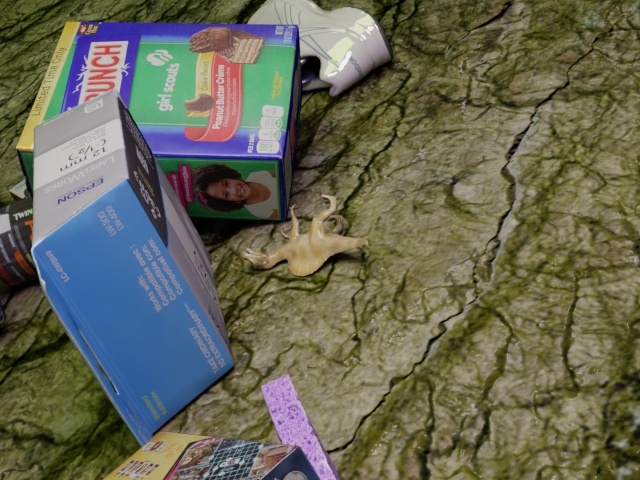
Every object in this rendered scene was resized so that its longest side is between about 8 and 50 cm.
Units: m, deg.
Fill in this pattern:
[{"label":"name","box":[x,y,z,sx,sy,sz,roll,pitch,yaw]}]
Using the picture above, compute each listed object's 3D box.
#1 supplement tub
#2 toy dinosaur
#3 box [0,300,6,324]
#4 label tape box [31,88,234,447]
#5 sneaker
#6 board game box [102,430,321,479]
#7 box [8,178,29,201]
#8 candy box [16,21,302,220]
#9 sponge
[{"label":"supplement tub","box":[-0.335,-0.021,1.446,0.198,0.106,0.106,-22,32,6]},{"label":"toy dinosaur","box":[0.000,0.000,1.252,0.183,0.053,0.092,-9,50,37]},{"label":"box","box":[-0.712,-0.010,1.426,0.472,0.297,0.480,-21,27,-18]},{"label":"label tape box","box":[-0.189,0.029,1.134,0.115,0.249,0.348,-26,32,-1]},{"label":"sneaker","box":[-0.030,-0.287,1.630,0.129,0.111,0.297,-44,35,-18]},{"label":"board game box","box":[-0.122,0.214,0.832,0.165,0.042,0.243,-38,14,-28]},{"label":"box","box":[-0.409,-0.077,1.653,0.081,0.028,0.136,-39,36,-21]},{"label":"candy box","box":[-0.191,-0.158,1.405,0.317,0.122,0.268,1,46,4]},{"label":"sponge","box":[0.008,0.207,0.864,0.031,0.117,0.210,-25,32,-3]}]
